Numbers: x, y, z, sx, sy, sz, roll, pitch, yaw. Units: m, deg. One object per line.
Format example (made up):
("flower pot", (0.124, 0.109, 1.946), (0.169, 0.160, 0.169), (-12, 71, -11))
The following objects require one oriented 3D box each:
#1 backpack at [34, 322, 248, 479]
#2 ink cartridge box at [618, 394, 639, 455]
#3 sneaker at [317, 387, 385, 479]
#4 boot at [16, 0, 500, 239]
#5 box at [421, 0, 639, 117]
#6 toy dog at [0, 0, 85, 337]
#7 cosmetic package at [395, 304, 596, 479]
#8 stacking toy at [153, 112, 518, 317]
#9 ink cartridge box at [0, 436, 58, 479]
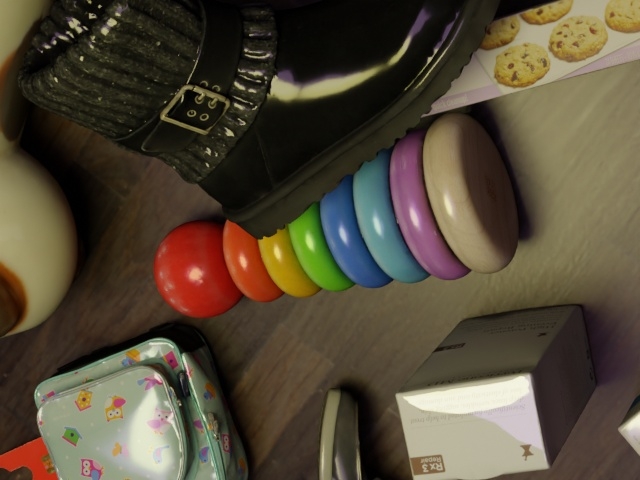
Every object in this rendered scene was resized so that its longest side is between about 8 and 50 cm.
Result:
("backpack", (-0.161, 0.190, 1.738), (0.166, 0.144, 0.188), (-21, 97, 14))
("ink cartridge box", (0.342, 0.114, 1.586), (0.180, 0.104, 0.060), (-42, 86, 19))
("sneaker", (0.059, 0.241, 1.724), (0.118, 0.083, 0.222), (-4, 93, -1))
("boot", (-0.049, -0.166, 1.496), (0.260, 0.131, 0.348), (36, 118, -24))
("box", (0.175, -0.158, 1.540), (0.324, 0.063, 0.067), (-11, 98, 43))
("toy dog", (-0.337, -0.108, 1.685), (0.395, 0.284, 0.408), (-8, 103, 7))
("cosmetic package", (0.151, 0.124, 1.579), (0.117, 0.231, 0.085), (-10, 98, 18))
("stacking toy", (0.000, 0.000, 1.662), (0.330, 0.141, 0.141), (-17, 95, 24))
("ink cartridge box", (-0.279, 0.324, 1.833), (0.189, 0.066, 0.232), (-26, 95, 28))
